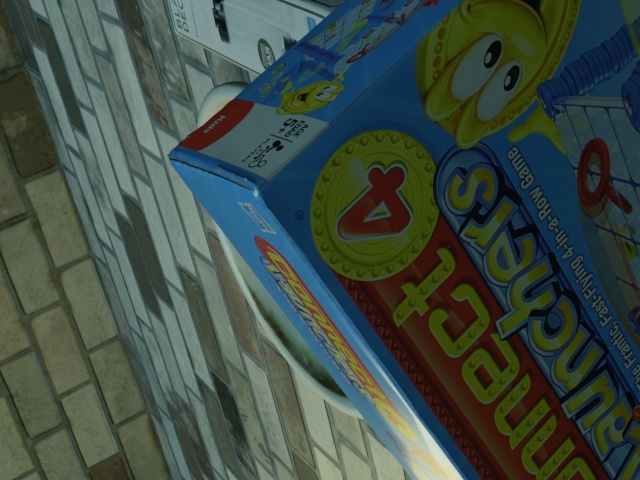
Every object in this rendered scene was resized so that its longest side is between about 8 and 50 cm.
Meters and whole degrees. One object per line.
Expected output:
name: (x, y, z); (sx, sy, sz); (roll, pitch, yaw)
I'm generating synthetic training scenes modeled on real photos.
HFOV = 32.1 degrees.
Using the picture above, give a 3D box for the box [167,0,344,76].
box: (0.003, -0.203, 0.912); (0.290, 0.169, 0.087); (36, 145, 51)

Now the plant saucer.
plant saucer: (0.000, 0.000, 1.233); (0.400, 0.100, 0.400); (47, 152, 34)

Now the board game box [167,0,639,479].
board game box: (0.137, -0.018, 0.537); (0.308, 0.302, 0.086); (54, 164, -28)
